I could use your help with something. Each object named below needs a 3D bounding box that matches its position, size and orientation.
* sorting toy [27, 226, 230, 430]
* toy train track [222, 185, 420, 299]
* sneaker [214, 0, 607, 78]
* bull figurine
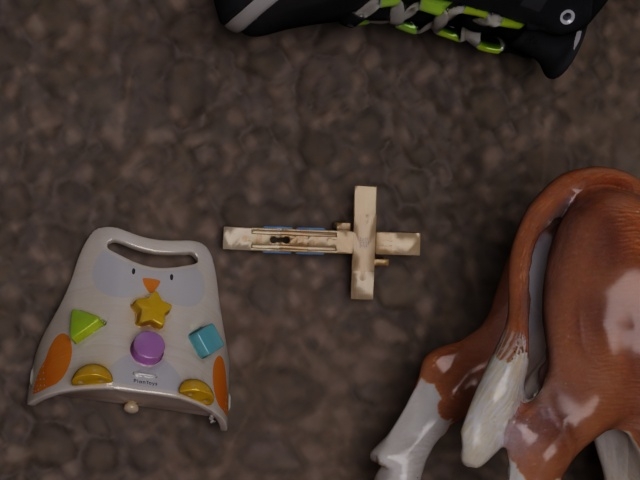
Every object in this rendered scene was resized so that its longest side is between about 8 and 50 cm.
[{"bbox_3d":[-0.072,0.032,0.774,0.083,0.045,0.075,9,65,-12],"label":"sorting toy"},{"bbox_3d":[0.000,0.000,0.802,0.083,0.014,0.048,2,93,-7],"label":"toy train track"},{"bbox_3d":[0.075,-0.111,0.789,0.235,0.084,0.097,-20,92,-14],"label":"sneaker"},{"bbox_3d":[0.175,0.112,0.790,0.310,0.101,0.188,42,80,-8],"label":"bull figurine"}]
